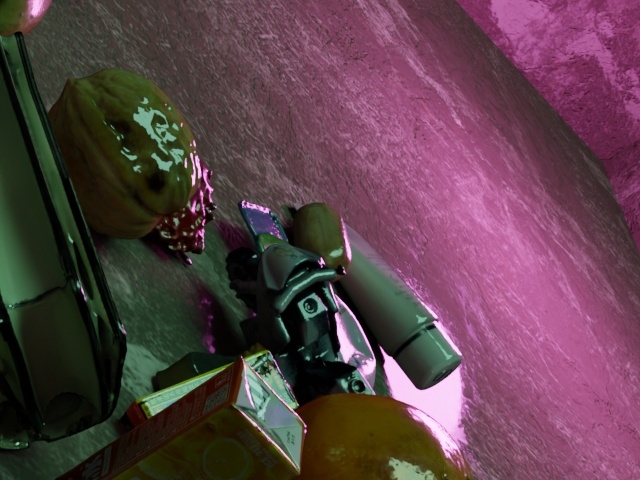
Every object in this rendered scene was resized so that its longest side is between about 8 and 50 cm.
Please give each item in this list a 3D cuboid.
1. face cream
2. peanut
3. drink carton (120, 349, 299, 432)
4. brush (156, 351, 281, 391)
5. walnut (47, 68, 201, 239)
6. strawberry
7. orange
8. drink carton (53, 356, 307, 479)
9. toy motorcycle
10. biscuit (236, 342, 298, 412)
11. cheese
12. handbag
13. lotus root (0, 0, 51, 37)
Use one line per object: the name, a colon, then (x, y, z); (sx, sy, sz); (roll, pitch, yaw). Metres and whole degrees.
face cream: (0.080, 0.067, 2.436); (0.314, 0.089, 0.143); (54, 19, 18)
peanut: (0.000, 0.000, 2.347); (0.076, 0.076, 0.152); (42, 22, -35)
drink carton: (-0.109, 0.171, 1.727); (0.166, 0.056, 0.071); (-20, 71, -37)
brush: (-0.090, 0.184, 1.862); (0.123, 0.059, 0.197); (62, 20, 17)
walnut: (-0.218, -0.097, 1.856); (0.184, 0.155, 0.155); (57, 19, -9)
strawberry: (-0.194, -0.077, 1.985); (0.208, 0.087, 0.167); (30, 33, -49)
orange: (0.052, 0.292, 1.771); (0.284, 0.226, 0.283); (-20, 90, -77)
drink carton: (-0.127, 0.204, 1.490); (0.096, 0.223, 0.071); (48, 22, -20)
toy motorcycle: (-0.013, 0.108, 1.969); (0.106, 0.159, 0.270); (-30, 80, -31)
biscuit: (-0.059, 0.164, 1.847); (0.119, 0.019, 0.130); (63, 20, 13)
cheese: (-0.018, 0.089, 2.149); (0.204, 0.083, 0.320); (16, 45, -62)
handbag: (-0.289, -0.022, 1.509); (0.236, 0.160, 0.358); (89, -18, -59)
lotus root: (-0.351, -0.297, 1.847); (0.284, 0.146, 0.160); (-79, 161, -66)
